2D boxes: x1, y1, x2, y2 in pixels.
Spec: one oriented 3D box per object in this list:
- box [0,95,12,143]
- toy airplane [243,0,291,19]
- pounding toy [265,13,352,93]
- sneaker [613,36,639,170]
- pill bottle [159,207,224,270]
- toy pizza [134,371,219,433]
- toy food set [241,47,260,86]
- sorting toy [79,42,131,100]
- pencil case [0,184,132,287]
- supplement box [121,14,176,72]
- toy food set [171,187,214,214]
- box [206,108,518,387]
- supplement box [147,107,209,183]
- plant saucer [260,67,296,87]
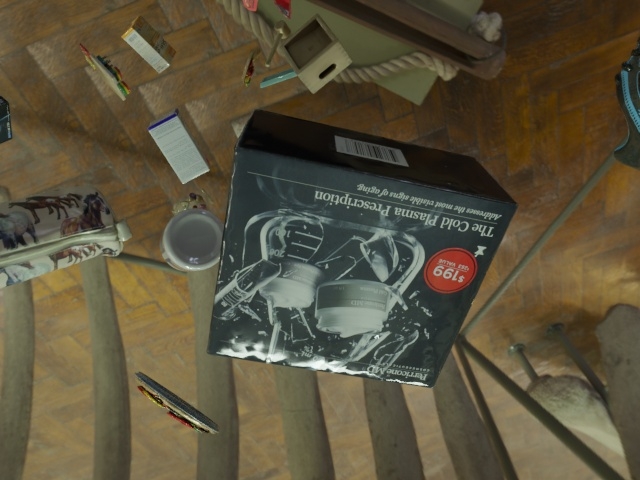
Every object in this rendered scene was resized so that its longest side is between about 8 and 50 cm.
[{"bbox_3d":[-0.530,-0.184,0.739,0.018,0.067,0.083,40,136,3],"label":"box"},{"bbox_3d":[-0.100,-0.432,0.787,0.028,0.151,0.151,-50,125,-10],"label":"toy airplane"},{"bbox_3d":[-0.047,-0.478,1.191,0.181,0.206,0.094,-36,149,14],"label":"pounding toy"},{"bbox_3d":[0.432,-0.231,0.573,0.125,0.140,0.340,-23,116,-18],"label":"sneaker"},{"bbox_3d":[-0.343,0.006,1.224,0.153,0.265,0.153,2,85,-23],"label":"pill bottle"},{"bbox_3d":[-0.284,0.323,0.903,0.032,0.201,0.201,-55,128,-22],"label":"toy pizza"},{"bbox_3d":[-0.170,-0.419,1.127,0.020,0.083,0.082,20,162,-10],"label":"toy food set"},{"bbox_3d":[-0.764,-0.606,1.689,0.046,0.274,0.132,-42,170,-17],"label":"sorting toy"},{"bbox_3d":[-0.576,0.012,0.848,0.410,0.184,0.159,-23,132,-41],"label":"pencil case"},{"bbox_3d":[-0.356,-0.410,0.971,0.036,0.062,0.098,-25,133,27],"label":"supplement box"},{"bbox_3d":[-0.378,-0.096,1.378,0.122,0.019,0.078,-37,99,14],"label":"toy food set"},{"bbox_3d":[0.037,0.018,0.669,0.343,0.179,0.312,10,119,-6],"label":"box"},{"bbox_3d":[-0.486,-0.326,1.608,0.114,0.111,0.220,-29,116,-1],"label":"supplement box"},{"bbox_3d":[-0.118,-0.567,1.588,0.192,0.067,0.018,-12,125,21],"label":"plant saucer"}]
